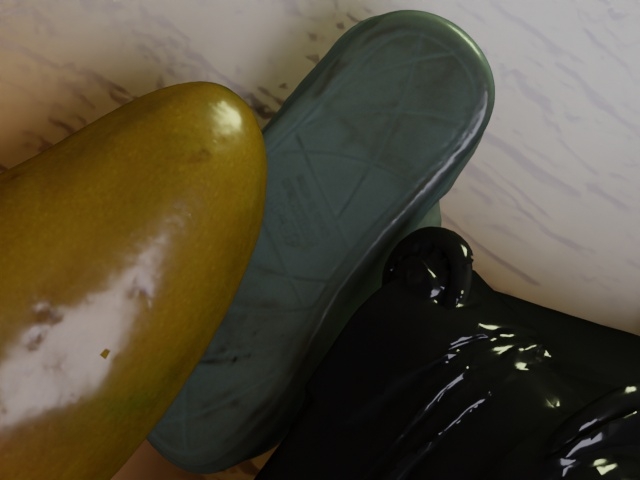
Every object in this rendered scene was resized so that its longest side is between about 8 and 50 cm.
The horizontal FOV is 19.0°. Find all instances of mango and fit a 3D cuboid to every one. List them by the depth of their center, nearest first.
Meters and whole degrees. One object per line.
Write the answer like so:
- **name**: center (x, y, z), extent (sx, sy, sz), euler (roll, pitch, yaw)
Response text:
- **mango**: center (-0.120, 0.031, 0.839), extent (0.138, 0.113, 0.253), euler (40, 89, -19)

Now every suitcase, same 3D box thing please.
- **suitcase**: center (0.089, 0.189, 0.955), extent (0.345, 0.188, 0.339), euler (16, 116, -52)

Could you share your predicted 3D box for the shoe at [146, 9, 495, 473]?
- **shoe**: center (0.000, 0.000, 0.920), extent (0.251, 0.103, 0.100), euler (-54, 166, 14)
